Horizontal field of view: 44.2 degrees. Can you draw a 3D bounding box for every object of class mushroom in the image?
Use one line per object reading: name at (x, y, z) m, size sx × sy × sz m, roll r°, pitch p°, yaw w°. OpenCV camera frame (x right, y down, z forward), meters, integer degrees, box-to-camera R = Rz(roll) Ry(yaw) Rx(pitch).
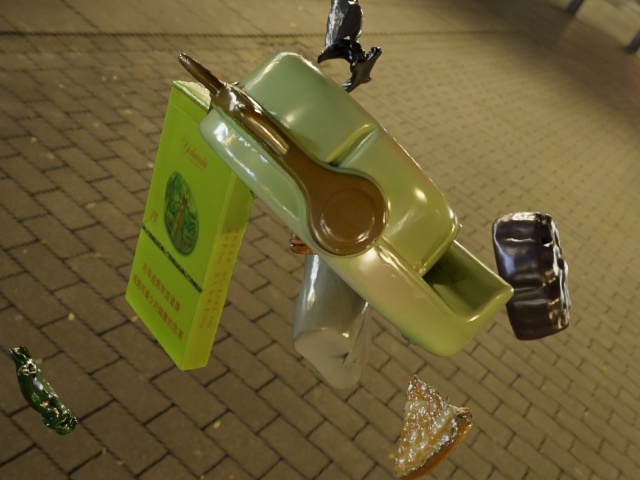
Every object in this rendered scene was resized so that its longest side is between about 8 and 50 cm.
mushroom at (0.022, 0.055, 1.257) m, size 0.122 × 0.159 × 0.329 m, roll 2°, pitch 56°, yaw 1°

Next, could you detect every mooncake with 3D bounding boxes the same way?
mooncake at (0.462, 0.073, 1.697) m, size 0.283 × 0.141 × 0.283 m, roll -12°, pitch 90°, yaw -70°

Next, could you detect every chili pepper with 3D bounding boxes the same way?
chili pepper at (-0.571, 0.306, 1.597) m, size 0.098 × 0.061 × 0.224 m, roll 44°, pitch -19°, yaw 53°

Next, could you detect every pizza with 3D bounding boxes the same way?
pizza at (0.195, 0.320, 1.404) m, size 0.062 × 0.188 × 0.199 m, roll 30°, pitch 31°, yaw -25°

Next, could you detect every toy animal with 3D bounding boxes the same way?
toy animal at (0.035, -0.408, 1.560) m, size 0.117 × 0.121 × 0.210 m, roll -15°, pitch 73°, yaw -7°

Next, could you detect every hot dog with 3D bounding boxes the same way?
hot dog at (0.000, 0.000, 1.004) m, size 0.083 × 0.037 × 0.021 m, roll 3°, pitch 6°, yaw -18°

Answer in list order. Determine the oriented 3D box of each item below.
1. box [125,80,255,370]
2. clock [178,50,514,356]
box at (-0.171, -0.020, 1.033) m, size 0.047 × 0.335 × 0.187 m, roll -2°, pitch 30°, yaw -39°
clock at (0.015, -0.054, 0.751) m, size 0.348 × 0.117 × 0.286 m, roll 44°, pitch 2°, yaw -42°
